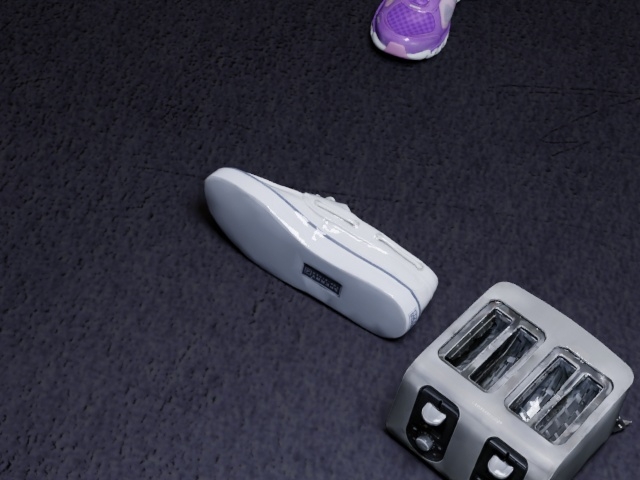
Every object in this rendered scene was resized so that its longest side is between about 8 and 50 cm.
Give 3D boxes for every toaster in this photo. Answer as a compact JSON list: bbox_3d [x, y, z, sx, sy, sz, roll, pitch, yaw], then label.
[{"bbox_3d":[0.182,0.149,1.245,0.168,0.110,0.186,38,57,21],"label":"toaster"}]

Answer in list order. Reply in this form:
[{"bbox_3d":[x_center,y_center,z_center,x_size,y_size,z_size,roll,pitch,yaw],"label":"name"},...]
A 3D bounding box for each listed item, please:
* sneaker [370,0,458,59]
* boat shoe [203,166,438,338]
[{"bbox_3d":[0.135,-0.314,1.617,0.095,0.104,0.236,26,54,12],"label":"sneaker"},{"bbox_3d":[0.000,0.000,1.366,0.258,0.095,0.084,37,52,9],"label":"boat shoe"}]
